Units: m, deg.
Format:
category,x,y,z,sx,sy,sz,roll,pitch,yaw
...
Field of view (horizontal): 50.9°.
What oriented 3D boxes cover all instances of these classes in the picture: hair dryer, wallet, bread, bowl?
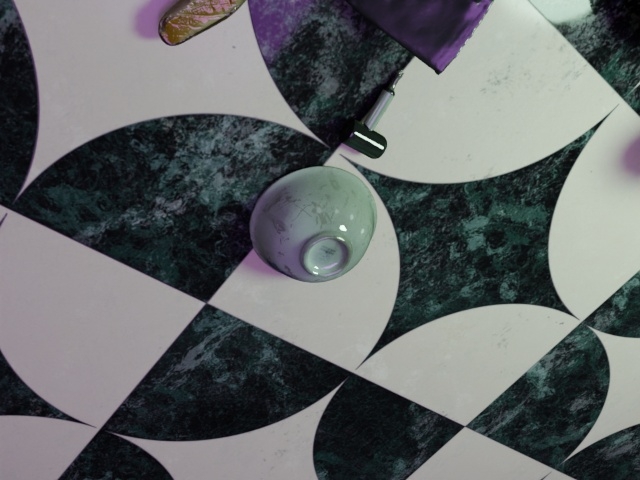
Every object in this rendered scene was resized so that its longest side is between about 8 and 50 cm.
category,x,y,z,sx,sy,sz,roll,pitch,yaw
hair dryer,0.130,-0.278,1.456,0.100,0.057,0.198,22,110,-28
wallet,0.233,-0.517,1.269,0.247,0.041,0.323,37,107,-3
bread,-0.210,-0.437,1.253,0.214,0.053,0.073,-31,122,10
bowl,0.000,0.000,1.547,0.313,0.146,0.313,-7,126,-10
